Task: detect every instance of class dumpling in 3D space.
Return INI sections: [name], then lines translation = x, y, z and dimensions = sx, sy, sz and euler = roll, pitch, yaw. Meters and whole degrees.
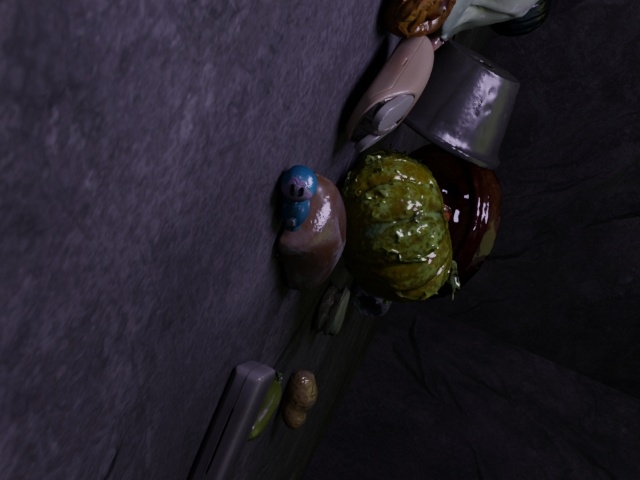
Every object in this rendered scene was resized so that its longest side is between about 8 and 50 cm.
[dumpling]
translation = 0.307, -0.508, 1.311
dimensions = 0.270, 0.212, 0.321
euler = -25, 150, 2

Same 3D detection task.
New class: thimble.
[thimble]
translation = 0.164, 0.160, 2.171
dimensions = 0.151, 0.127, 0.118
euler = 86, 28, -57

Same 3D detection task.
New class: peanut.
[peanut]
translation = -0.053, 0.396, 1.740
dimensions = 0.080, 0.080, 0.174
euler = -46, 155, -62

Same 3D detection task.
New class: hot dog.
[hot dog]
translation = 0.178, -0.426, 1.121
dimensions = 0.160, 0.099, 0.227
euler = -3, 113, -84

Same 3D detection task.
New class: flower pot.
[flower pot]
translation = 0.268, -0.269, 1.338
dimensions = 0.166, 0.269, 0.269
euler = -56, 174, 23

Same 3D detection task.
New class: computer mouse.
[computer mouse]
translation = 0.123, -0.251, 1.190
dimensions = 0.236, 0.082, 0.145
euler = -60, -175, -36

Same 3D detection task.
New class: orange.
[orange]
translation = 0.135, -0.020, 1.351
dimensions = 0.301, 0.223, 0.300
euler = 54, 21, -65

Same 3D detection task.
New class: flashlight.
[flashlight]
translation = -0.033, -0.056, 0.993
dimensions = 0.051, 0.051, 0.129
euler = -61, 171, -28

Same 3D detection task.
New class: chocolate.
[chocolate]
translation = 0.001, 0.001, 1.178
dimensions = 0.261, 0.083, 0.161
euler = 80, 33, -70

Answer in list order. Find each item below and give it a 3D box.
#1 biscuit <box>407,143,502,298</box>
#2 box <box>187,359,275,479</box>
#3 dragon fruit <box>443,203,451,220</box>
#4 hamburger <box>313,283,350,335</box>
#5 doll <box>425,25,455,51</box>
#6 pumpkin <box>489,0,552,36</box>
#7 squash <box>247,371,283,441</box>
[biscuit]
translation = 0.268, -0.055, 1.759
dimensions = 0.091, 0.407, 0.407
euler = 13, 103, -35
[box]
translation = -0.152, 0.321, 1.176
dimensions = 0.103, 0.055, 0.244
euler = 10, 103, -79
[dragon fruit]
translation = 0.177, -0.032, 1.614
dimensions = 0.224, 0.224, 0.227
euler = -61, -177, -28
[hamburger]
translation = 0.030, 0.172, 1.727
dimensions = 0.140, 0.062, 0.133
euler = 88, 26, -61
[doll]
translation = 0.283, -0.395, 1.554
dimensions = 0.201, 0.156, 0.303
euler = 2, 107, -72
[pumpkin]
translation = 0.475, -0.649, 1.857
dimensions = 0.248, 0.248, 0.248
euler = 23, 90, -79
[squash]
translation = -0.115, 0.330, 1.396
dimensions = 0.183, 0.052, 0.052
euler = -57, 166, -55
